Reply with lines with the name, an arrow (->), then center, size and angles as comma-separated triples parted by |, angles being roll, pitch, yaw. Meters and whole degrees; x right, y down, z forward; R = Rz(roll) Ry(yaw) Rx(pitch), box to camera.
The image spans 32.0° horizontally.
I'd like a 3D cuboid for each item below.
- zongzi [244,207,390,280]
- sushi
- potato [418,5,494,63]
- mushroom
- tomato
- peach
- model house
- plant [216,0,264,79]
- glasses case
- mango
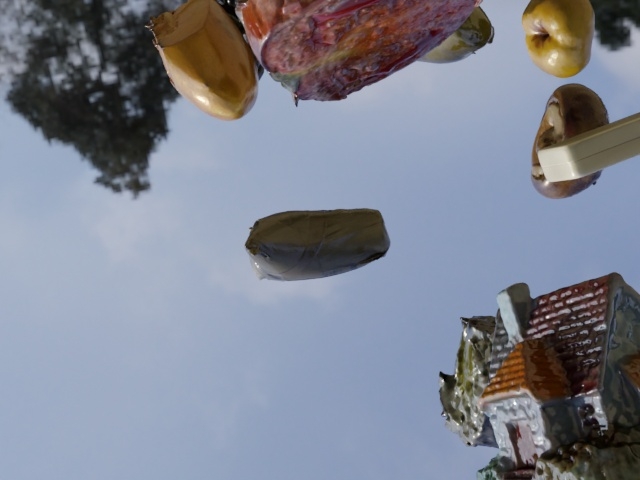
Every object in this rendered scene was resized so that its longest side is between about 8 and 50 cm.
zongzi -> 0.000, 0.000, 1.899 | 0.260, 0.123, 0.289 | -8, 176, -4
sushi -> 0.418, 0.289, 2.268 | 0.294, 0.281, 0.299 | 9, 176, -10
potato -> 0.177, -0.457, 2.201 | 0.351, 0.218, 0.202 | 28, -131, 11
mushroom -> 0.534, -0.210, 2.403 | 0.153, 0.253, 0.253 | 14, -154, -6
tomato -> 0.033, -0.310, 1.346 | 0.309, 0.170, 0.309 | -25, 165, -7
peach -> 0.462, -0.405, 2.170 | 0.103, 0.179, 0.179 | -14, -154, -23
model house -> 0.390, 0.213, 1.723 | 0.297, 0.339, 0.360 | -12, 172, -26
plant -> -0.132, -0.417, 1.985 | 0.199, 0.188, 0.276 | -18, -130, 19
glasses case -> 0.592, -0.198, 2.202 | 0.313, 0.070, 0.131 | -20, -175, -17
mango -> -0.163, -0.260, 1.615 | 0.126, 0.154, 0.252 | -35, -131, 3
